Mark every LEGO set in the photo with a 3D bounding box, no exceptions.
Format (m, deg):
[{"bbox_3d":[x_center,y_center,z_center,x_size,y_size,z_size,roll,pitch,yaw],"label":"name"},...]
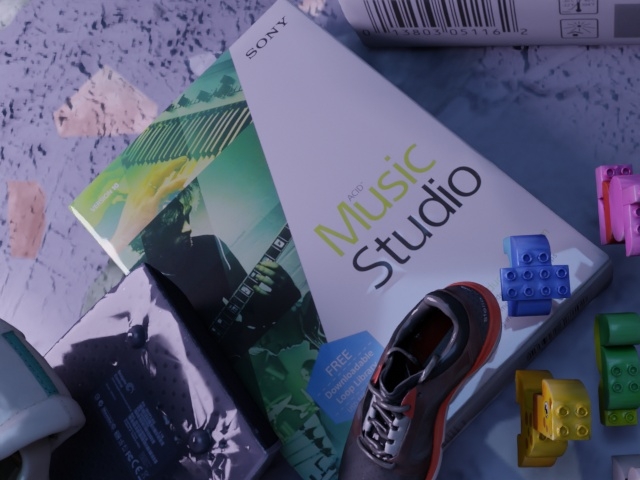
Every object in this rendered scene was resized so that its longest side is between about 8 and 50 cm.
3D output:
[{"bbox_3d":[0.146,0.067,0.494,0.087,0.093,0.227,-3,86,1],"label":"LEGO set"}]

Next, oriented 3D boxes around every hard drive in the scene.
[{"bbox_3d":[-0.145,0.157,0.592,0.254,0.054,0.172,-46,62,15],"label":"hard drive"}]

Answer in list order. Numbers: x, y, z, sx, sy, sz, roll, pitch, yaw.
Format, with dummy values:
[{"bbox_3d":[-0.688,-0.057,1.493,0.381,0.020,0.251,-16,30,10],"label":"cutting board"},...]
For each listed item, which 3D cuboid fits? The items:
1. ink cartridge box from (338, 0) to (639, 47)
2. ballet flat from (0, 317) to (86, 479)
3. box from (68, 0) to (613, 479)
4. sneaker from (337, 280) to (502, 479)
[{"bbox_3d":[0.194,-0.329,0.680,0.308,0.091,0.384,3,72,19],"label":"ink cartridge box"},{"bbox_3d":[-0.262,0.235,0.552,0.139,0.139,0.400,32,99,26],"label":"ballet flat"},{"bbox_3d":[0.000,0.000,0.633,0.232,0.058,0.322,-45,63,-3],"label":"box"},{"bbox_3d":[0.041,0.090,0.506,0.061,0.065,0.157,29,99,34],"label":"sneaker"}]
